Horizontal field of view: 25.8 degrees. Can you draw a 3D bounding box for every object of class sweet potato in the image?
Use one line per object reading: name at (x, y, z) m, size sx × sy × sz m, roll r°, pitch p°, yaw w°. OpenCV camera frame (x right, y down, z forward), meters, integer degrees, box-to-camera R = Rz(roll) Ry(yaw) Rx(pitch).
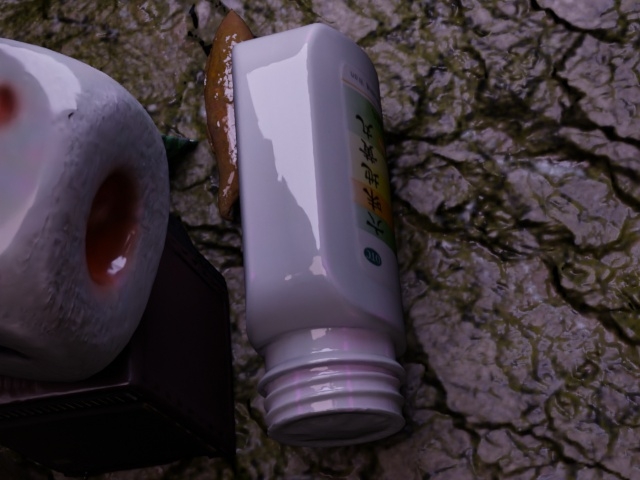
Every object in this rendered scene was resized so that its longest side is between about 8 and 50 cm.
sweet potato at (-0.080, -0.116, 1.287) m, size 0.068 × 0.060 × 0.206 m, roll -28°, pitch 56°, yaw 50°

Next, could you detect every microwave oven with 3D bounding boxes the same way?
microwave oven at (-0.189, 0.077, 1.143) m, size 0.178 × 0.247 × 0.188 m, roll -12°, pitch 67°, yaw 12°

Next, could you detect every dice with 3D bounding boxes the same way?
dice at (-0.223, -0.019, 0.952) m, size 0.192 × 0.194 × 0.193 m, roll 8°, pitch 72°, yaw 15°

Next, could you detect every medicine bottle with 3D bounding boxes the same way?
medicine bottle at (0.000, 0.000, 1.138) m, size 0.124 × 0.179 × 0.324 m, roll -10°, pitch 66°, yaw 16°

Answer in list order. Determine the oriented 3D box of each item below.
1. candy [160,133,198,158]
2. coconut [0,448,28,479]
candy at (-0.332, -0.053, 1.244) m, size 0.398 × 0.263 × 0.172 m, roll -16°, pitch 97°, yaw 15°
coconut at (-0.337, 0.254, 1.163) m, size 0.194 × 0.194 × 0.194 m, roll -7°, pitch 67°, yaw 17°
